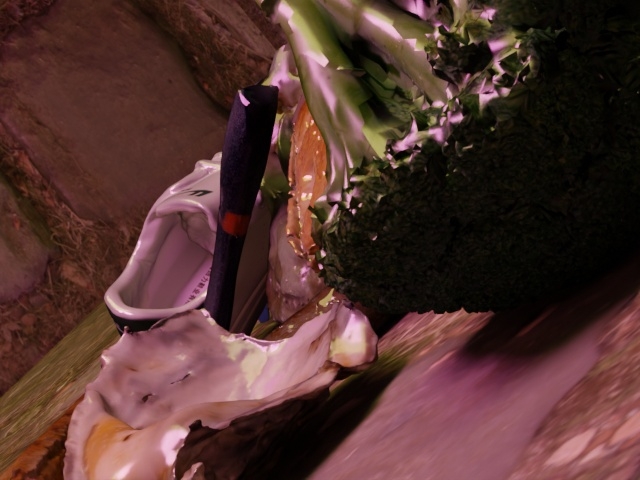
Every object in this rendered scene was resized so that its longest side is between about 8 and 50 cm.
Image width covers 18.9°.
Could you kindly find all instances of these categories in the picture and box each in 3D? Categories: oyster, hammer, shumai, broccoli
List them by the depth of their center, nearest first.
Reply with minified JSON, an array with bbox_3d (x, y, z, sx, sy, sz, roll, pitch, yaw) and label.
[{"bbox_3d":[0.088,-0.093,1.129,0.308,0.275,0.308,-46,-20,-23],"label":"broccoli"},{"bbox_3d":[-0.072,0.122,1.259,0.271,0.100,0.275,-41,20,-23],"label":"oyster"},{"bbox_3d":[-0.075,0.013,1.568,0.137,0.037,0.290,-123,42,-63],"label":"hammer"},{"bbox_3d":[0.008,-0.053,1.583,0.222,0.204,0.272,-40,10,1],"label":"shumai"}]

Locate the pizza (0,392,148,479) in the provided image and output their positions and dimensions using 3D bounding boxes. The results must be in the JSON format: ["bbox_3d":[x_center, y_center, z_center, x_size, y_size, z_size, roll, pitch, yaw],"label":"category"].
[{"bbox_3d":[-0.265,0.246,1.613,0.258,0.087,0.268,-42,4,19],"label":"pizza"}]

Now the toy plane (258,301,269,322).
[{"bbox_3d":[-0.004,-0.006,1.851,0.246,0.078,0.169,-36,8,31],"label":"toy plane"}]

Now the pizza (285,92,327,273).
[{"bbox_3d":[0.041,-0.098,1.422,0.188,0.080,0.204,-95,25,-57],"label":"pizza"}]

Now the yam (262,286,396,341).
[{"bbox_3d":[-0.016,0.083,1.403,0.253,0.061,0.061,-41,7,-18],"label":"yam"}]

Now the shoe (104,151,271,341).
[{"bbox_3d":[-0.073,-0.040,1.747,0.363,0.132,0.160,-57,-30,-13],"label":"shoe"}]
